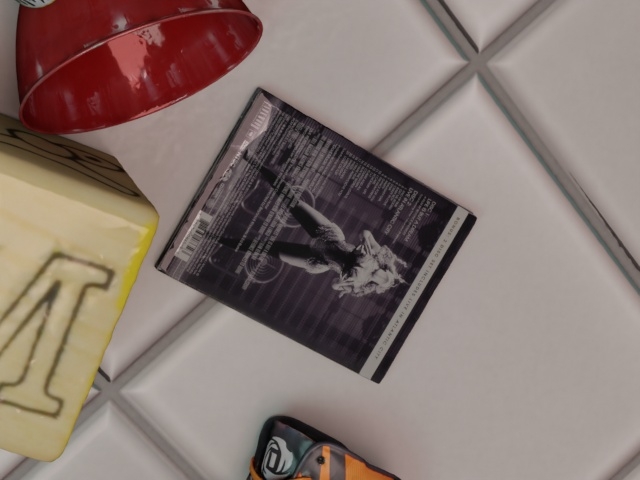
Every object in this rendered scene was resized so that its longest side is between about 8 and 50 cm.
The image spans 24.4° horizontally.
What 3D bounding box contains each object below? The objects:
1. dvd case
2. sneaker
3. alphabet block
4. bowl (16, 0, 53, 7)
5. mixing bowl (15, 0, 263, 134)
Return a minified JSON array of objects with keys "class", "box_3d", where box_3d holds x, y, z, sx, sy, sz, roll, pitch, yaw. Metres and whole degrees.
[{"class":"dvd case","box_3d":[0.000,0.000,1.199,0.221,0.018,0.165,29,94,-22]},{"class":"sneaker","box_3d":[-0.073,0.232,1.198,0.321,0.124,0.180,1,101,-29]},{"class":"alphabet block","box_3d":[-0.249,0.012,1.029,0.197,0.192,0.193,21,100,-21]},{"class":"bowl","box_3d":[-0.214,-0.236,0.948,0.080,0.170,0.170,-3,107,-37]},{"class":"mixing bowl","box_3d":[-0.143,-0.157,1.042,0.181,0.181,0.098,-22,79,-11]}]
